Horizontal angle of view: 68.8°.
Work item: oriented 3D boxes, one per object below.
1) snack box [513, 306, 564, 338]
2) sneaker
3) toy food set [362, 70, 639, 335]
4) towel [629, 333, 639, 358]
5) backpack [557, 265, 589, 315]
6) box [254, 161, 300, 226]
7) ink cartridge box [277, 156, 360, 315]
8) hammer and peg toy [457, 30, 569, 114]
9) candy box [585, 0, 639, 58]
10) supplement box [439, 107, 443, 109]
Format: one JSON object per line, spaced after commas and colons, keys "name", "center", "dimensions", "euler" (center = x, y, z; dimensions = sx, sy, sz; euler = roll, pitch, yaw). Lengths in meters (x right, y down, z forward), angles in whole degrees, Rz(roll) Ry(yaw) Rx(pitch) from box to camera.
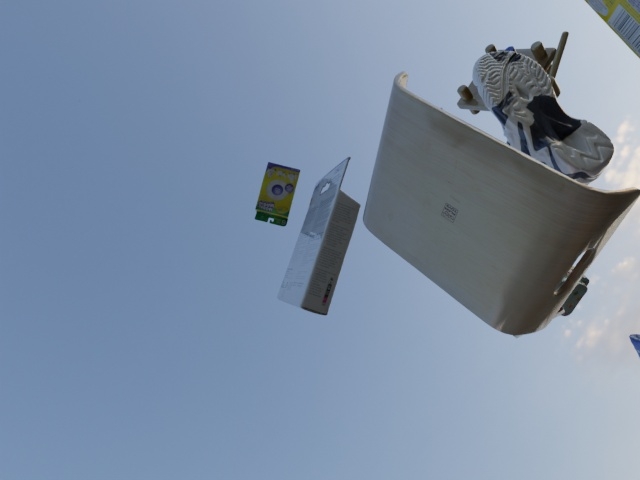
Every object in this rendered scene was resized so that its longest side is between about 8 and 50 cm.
{"name": "snack box", "center": [0.371, 0.097, 0.883], "dimensions": [0.100, 0.141, 0.037], "euler": [-36, -34, 17]}
{"name": "sneaker", "center": [0.296, -0.153, 0.682], "dimensions": [0.094, 0.235, 0.153], "euler": [-36, -22, -10]}
{"name": "toy food set", "center": [0.188, -0.049, 0.590], "dimensions": [0.092, 0.306, 0.220], "euler": [-27, -37, -34]}
{"name": "towel", "center": [0.508, 0.218, 0.458], "dimensions": [0.040, 0.243, 0.336], "euler": [-44, -79, -23]}
{"name": "backpack", "center": [0.791, 0.157, 1.596], "dimensions": [0.188, 0.144, 0.166], "euler": [21, -62, 1]}
{"name": "box", "center": [-0.131, -0.138, 1.409], "dimensions": [0.105, 0.043, 0.179], "euler": [13, -100, 0]}
{"name": "ink cartridge box", "center": [0.000, 0.000, 1.098], "dimensions": [0.071, 0.324, 0.330], "euler": [21, -98, -11]}
{"name": "hammer and peg toy", "center": [0.659, -0.535, 1.549], "dimensions": [0.127, 0.361, 0.266], "euler": [38, -96, -37]}
{"name": "candy box", "center": [0.260, -0.245, 0.414], "dimensions": [0.027, 0.105, 0.206], "euler": [-37, -100, 7]}
{"name": "supplement box", "center": [0.323, -0.343, 1.350], "dimensions": [0.055, 0.083, 0.043], "euler": [41, -112, -29]}
